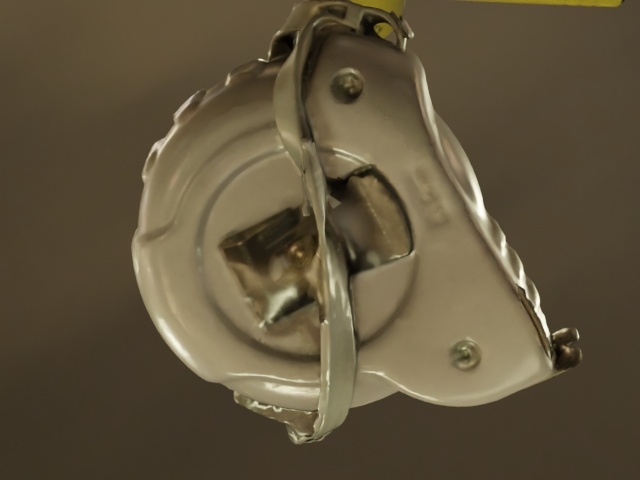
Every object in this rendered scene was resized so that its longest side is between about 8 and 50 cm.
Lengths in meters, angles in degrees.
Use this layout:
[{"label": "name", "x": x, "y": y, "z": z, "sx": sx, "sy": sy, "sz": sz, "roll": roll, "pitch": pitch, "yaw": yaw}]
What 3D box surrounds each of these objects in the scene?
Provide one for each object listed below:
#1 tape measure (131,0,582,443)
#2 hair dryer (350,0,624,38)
[{"label": "tape measure", "x": 0.000, "y": 0.000, "z": 1.000, "sx": 0.197, "sy": 0.236, "sz": 0.120, "roll": -26, "pitch": -168, "yaw": 10}, {"label": "hair dryer", "x": 0.128, "y": -0.227, "z": 1.653, "sx": 0.279, "sy": 0.135, "sz": 0.090, "roll": 3, "pitch": -107, "yaw": 1}]
